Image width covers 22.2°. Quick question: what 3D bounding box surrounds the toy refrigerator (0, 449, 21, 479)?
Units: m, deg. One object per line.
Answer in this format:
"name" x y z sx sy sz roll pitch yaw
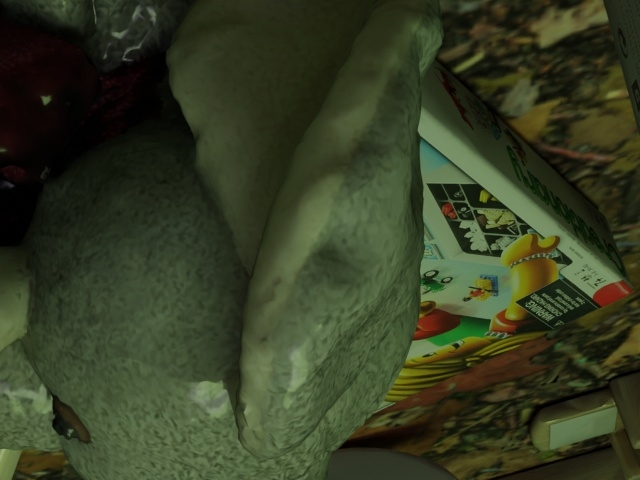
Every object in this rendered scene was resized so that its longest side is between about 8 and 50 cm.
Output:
"toy refrigerator" -0.224 0.073 0.549 0.269 0.094 0.102 4 111 -55

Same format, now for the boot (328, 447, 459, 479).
"boot" -0.022 0.206 1.078 0.258 0.095 0.123 -12 158 9

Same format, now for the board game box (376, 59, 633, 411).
"board game box" 0.000 0.000 0.745 0.193 0.053 0.305 -27 150 20

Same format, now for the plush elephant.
"plush elephant" -0.081 -0.019 0.458 0.330 0.255 0.272 -13 151 -6

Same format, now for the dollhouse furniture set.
"dollhouse furniture set" 0.211 0.290 1.107 0.198 0.303 0.286 -16 151 -2

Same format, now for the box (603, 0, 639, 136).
"box" 0.209 -0.109 0.427 0.215 0.168 0.345 -13 171 -1
